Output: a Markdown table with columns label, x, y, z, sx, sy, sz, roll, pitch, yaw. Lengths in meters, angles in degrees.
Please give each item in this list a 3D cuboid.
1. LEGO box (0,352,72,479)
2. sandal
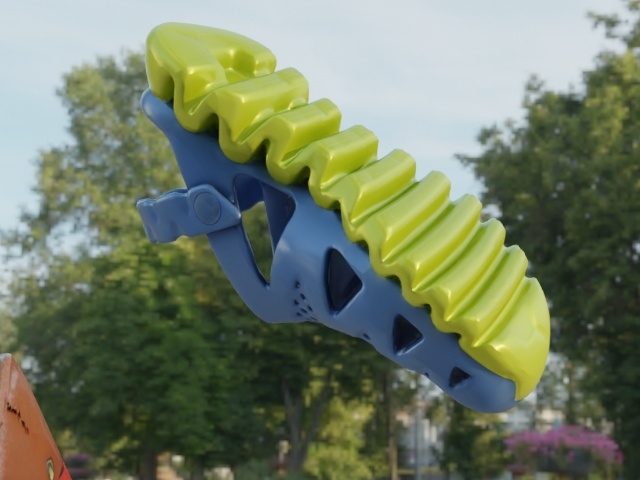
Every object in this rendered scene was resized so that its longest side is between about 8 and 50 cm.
| label | x | y | z | sx | sy | sz | roll | pitch | yaw |
| --- | --- | --- | --- | --- | --- | --- | --- | --- | --- |
| LEGO box | -0.146 | 0.346 | 0.315 | 0.193 | 0.500 | 0.372 | -9 | -47 | 1 |
| sandal | 0.000 | 0.000 | 0.699 | 0.317 | 0.138 | 0.126 | 40 | 29 | 21 |
